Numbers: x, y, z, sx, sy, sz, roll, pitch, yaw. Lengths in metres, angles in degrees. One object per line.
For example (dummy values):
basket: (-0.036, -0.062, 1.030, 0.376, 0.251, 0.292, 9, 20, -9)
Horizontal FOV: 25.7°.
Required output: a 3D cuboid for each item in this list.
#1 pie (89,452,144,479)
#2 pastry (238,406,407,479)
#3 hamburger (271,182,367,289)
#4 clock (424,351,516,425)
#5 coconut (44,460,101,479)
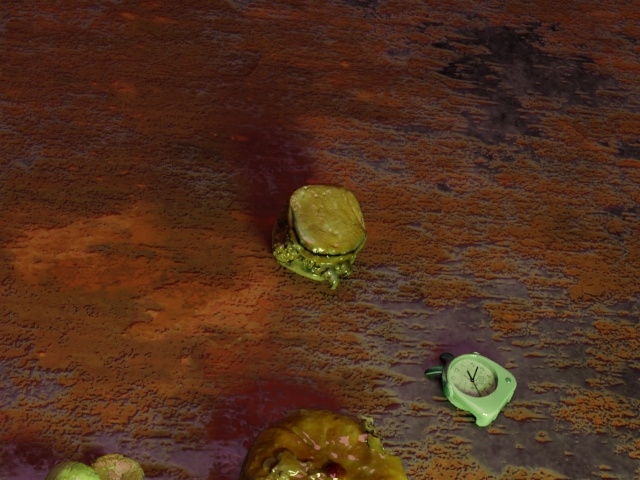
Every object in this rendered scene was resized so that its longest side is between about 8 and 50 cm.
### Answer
pie: (-0.294, 0.343, 2.017, 0.084, 0.020, 0.084, 8, 52, -10)
pastry: (0.000, 0.352, 2.014, 0.235, 0.121, 0.257, -12, 55, -21)
hamburger: (0.000, 0.000, 2.299, 0.159, 0.131, 0.185, -1, 58, -25)
clock: (0.237, 0.224, 2.226, 0.135, 0.041, 0.101, 35, 53, 16)
coconut: (-0.347, 0.358, 1.952, 0.087, 0.088, 0.096, 17, 66, 0)
